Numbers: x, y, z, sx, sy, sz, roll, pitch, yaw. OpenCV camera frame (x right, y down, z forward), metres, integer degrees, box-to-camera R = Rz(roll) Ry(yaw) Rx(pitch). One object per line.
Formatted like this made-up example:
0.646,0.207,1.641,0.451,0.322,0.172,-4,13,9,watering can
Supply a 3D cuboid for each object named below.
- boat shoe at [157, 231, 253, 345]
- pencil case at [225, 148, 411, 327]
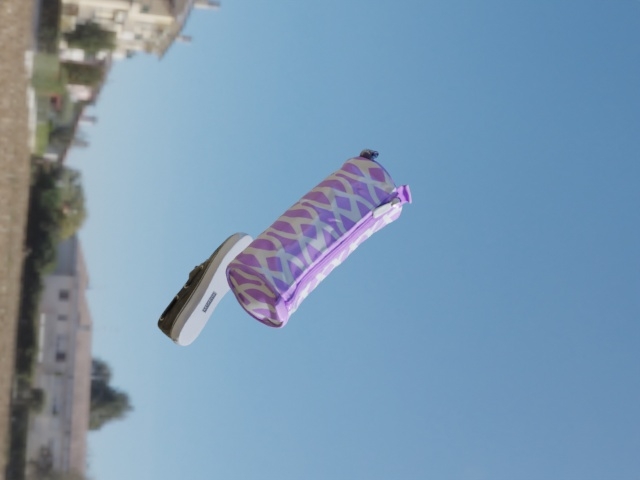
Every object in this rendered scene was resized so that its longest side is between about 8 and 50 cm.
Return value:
-0.126,0.046,1.086,0.142,0.040,0.049,-56,151,-12,boat shoe
0.000,0.000,1.008,0.088,0.206,0.086,25,-34,38,pencil case
